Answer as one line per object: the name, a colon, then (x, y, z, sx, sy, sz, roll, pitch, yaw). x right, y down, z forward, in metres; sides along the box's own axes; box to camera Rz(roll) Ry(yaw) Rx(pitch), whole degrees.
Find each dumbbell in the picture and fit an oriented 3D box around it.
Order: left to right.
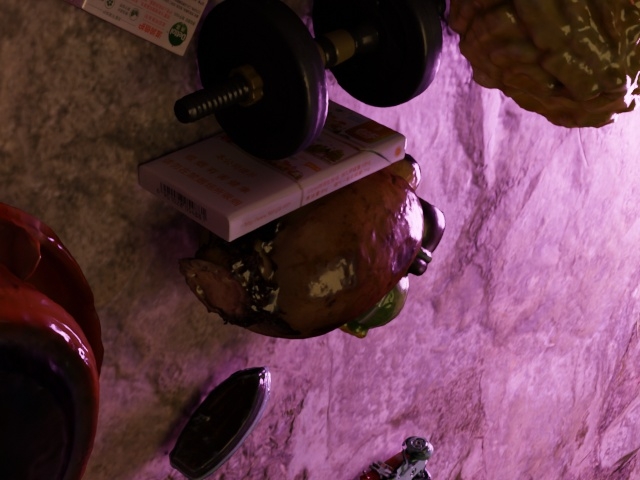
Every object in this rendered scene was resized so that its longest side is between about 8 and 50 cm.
dumbbell: (0.000, -0.164, 1.195, 0.325, 0.143, 0.143, -28, 132, -37)

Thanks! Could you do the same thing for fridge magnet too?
fridge magnet: (-0.307, 0.138, 1.010, 0.363, 0.155, 0.363, -28, 133, -35)

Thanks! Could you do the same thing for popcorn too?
popcorn: (0.252, -0.240, 1.388, 0.258, 0.224, 0.270, -35, 126, -41)

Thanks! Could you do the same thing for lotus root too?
lotus root: (0.000, 0.000, 1.281, 0.314, 0.169, 0.141, -32, 135, -39)

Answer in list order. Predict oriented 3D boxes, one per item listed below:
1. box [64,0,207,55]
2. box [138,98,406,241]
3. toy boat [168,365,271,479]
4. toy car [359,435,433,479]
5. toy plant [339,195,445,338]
box: (-0.142, -0.209, 1.077, 0.125, 0.043, 0.089, 21, 96, -54)
box: (-0.039, -0.070, 1.226, 0.220, 0.122, 0.032, -26, 132, -38)
toy boat: (-0.097, 0.183, 1.385, 0.140, 0.059, 0.066, -52, 172, -11)
toy car: (0.083, 0.301, 1.679, 0.143, 0.054, 0.073, -38, 140, -34)
toy plant: (0.065, 0.026, 1.442, 0.093, 0.093, 0.162, 32, 86, -54)
